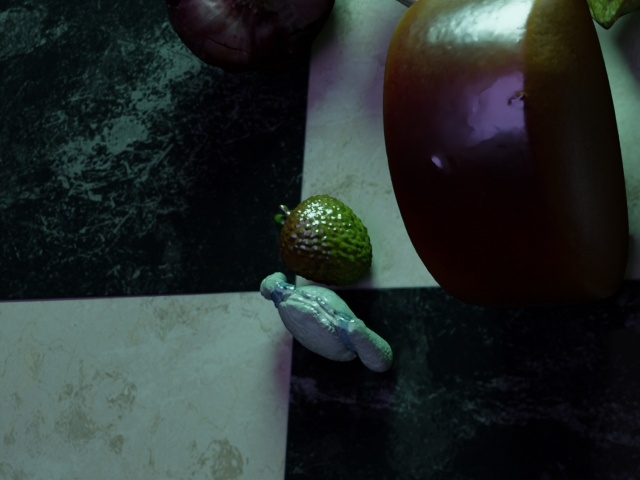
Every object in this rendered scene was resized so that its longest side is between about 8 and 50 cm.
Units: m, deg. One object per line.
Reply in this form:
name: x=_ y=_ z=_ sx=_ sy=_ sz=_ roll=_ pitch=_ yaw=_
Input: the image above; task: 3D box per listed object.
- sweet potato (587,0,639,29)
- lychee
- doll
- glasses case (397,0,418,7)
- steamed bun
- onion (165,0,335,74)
sweet potato: x=0.427 y=-0.406 z=1.785 sx=0.370 sy=0.158 sz=0.158 roll=-41 pitch=60 yaw=13
lychee: x=0.000 y=0.000 z=2.014 sx=0.146 sy=0.114 sz=0.114 roll=35 pitch=101 yaw=17
doll: x=0.001 y=0.103 z=1.997 sx=0.214 sy=0.103 sz=0.071 roll=33 pitch=77 yaw=28
glasses case: x=0.140 y=-0.356 z=1.942 sx=0.336 sy=0.076 sz=0.144 roll=32 pitch=91 yaw=16
steamed bun: x=0.206 y=-0.103 z=1.755 sx=0.235 sy=0.248 sz=0.379 roll=-4 pitch=100 yaw=31
onion: x=-0.092 y=-0.353 z=2.112 sx=0.252 sy=0.219 sz=0.252 roll=1 pitch=102 yaw=3
